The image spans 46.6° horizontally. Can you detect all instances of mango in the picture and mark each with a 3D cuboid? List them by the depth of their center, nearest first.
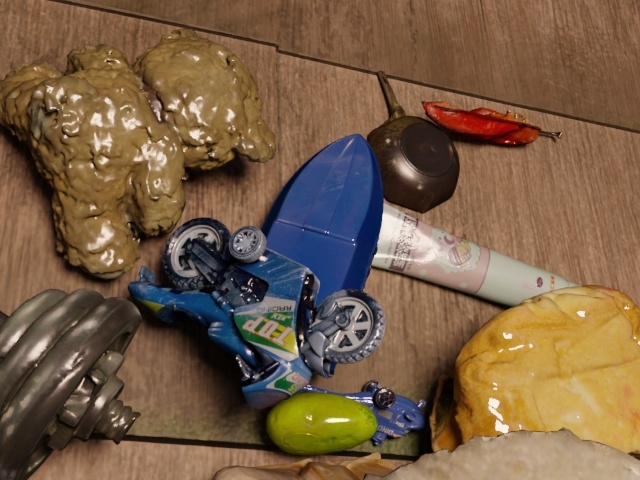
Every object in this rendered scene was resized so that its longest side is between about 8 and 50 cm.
[{"bbox_3d":[0.002,0.177,0.716,0.108,0.073,0.056,-4,52,11],"label":"mango"}]

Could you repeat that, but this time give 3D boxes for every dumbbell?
[{"bbox_3d":[-0.325,0.042,0.619,0.406,0.179,0.179,35,57,-1],"label":"dumbbell"}]

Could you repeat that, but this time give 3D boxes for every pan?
[{"bbox_3d":[0.104,-0.136,0.954,0.128,0.048,0.202,-29,79,-34],"label":"pan"}]

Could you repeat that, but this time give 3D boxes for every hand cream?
[{"bbox_3d":[0.175,0.032,0.902,0.331,0.058,0.085,19,79,-7],"label":"hand cream"}]

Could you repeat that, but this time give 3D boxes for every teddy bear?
[{"bbox_3d":[-0.181,-0.124,0.775,0.256,0.156,0.267,-23,74,-31],"label":"teddy bear"}]

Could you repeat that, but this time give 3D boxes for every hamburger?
[{"bbox_3d":[0.266,0.154,0.811,0.329,0.162,0.209,7,60,-16],"label":"hamburger"}]

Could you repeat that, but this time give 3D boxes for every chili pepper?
[{"bbox_3d":[0.229,-0.154,1.000,0.268,0.050,0.059,0,34,-36],"label":"chili pepper"}]

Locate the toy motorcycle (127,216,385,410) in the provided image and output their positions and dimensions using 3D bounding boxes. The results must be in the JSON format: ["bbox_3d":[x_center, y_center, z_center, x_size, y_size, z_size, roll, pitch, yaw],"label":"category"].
[{"bbox_3d":[-0.068,0.067,0.681,0.254,0.092,0.136,25,76,29],"label":"toy motorcycle"}]

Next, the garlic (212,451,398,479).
[{"bbox_3d":[0.011,0.265,0.654,0.229,0.178,0.143,11,83,-5],"label":"garlic"}]

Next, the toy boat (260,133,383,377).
[{"bbox_3d":[0.000,0.000,0.812,0.129,0.088,0.295,16,63,9],"label":"toy boat"}]

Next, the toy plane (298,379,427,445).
[{"bbox_3d":[0.037,0.174,0.777,0.167,0.054,0.062,21,85,-12],"label":"toy plane"}]

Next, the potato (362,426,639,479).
[{"bbox_3d":[0.147,0.336,0.562,0.296,0.290,0.397,27,81,-55],"label":"potato"}]
